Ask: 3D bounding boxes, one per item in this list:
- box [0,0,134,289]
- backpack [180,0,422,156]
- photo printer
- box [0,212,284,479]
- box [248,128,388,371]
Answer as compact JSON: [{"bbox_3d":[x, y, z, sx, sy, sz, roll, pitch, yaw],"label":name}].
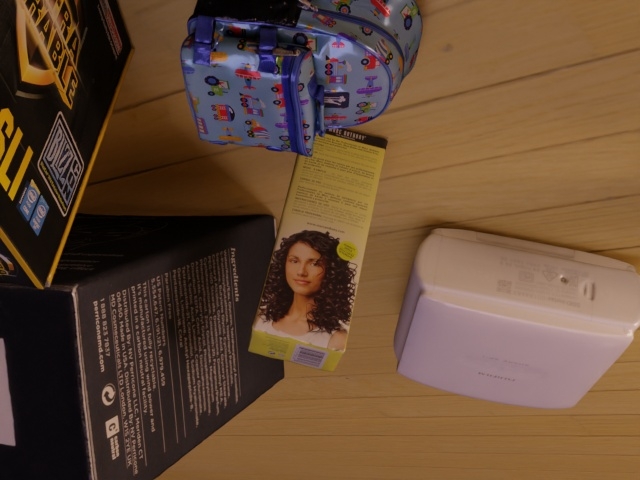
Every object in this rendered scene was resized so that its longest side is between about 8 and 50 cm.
[{"bbox_3d":[-0.236,-0.148,0.645,0.079,0.257,0.322,10,152,8],"label":"box"},{"bbox_3d":[-0.011,-0.142,0.714,0.173,0.117,0.158,9,154,1],"label":"backpack"},{"bbox_3d":[0.221,0.112,1.098,0.256,0.107,0.307,11,153,3],"label":"photo printer"},{"bbox_3d":[-0.252,0.101,0.963,0.294,0.212,0.395,0,-169,22],"label":"box"},{"bbox_3d":[0.000,0.000,0.847,0.087,0.232,0.058,13,150,-3],"label":"box"}]
